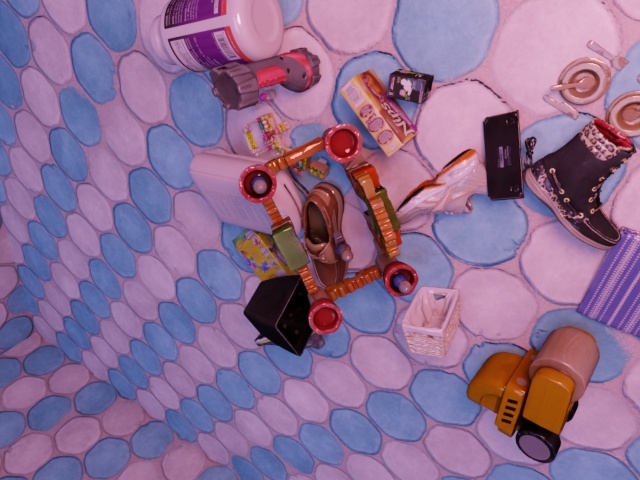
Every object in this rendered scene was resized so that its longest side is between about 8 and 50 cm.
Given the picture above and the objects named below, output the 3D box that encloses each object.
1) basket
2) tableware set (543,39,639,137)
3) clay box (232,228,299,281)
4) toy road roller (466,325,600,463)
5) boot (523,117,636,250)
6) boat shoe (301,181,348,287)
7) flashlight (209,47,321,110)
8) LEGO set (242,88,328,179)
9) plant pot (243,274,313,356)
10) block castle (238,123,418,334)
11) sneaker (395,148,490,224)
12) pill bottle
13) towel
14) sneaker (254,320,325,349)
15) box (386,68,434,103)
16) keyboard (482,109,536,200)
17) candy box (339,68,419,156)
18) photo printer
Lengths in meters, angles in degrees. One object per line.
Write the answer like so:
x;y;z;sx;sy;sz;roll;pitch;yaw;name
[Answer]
0.297;0.214;1.213;0.113;0.167;0.103;3;125;32;basket
0.533;-0.262;0.852;0.194;0.039;0.128;38;131;9;tableware set
-0.180;0.057;1.503;0.127;0.053;0.222;-31;97;42;clay box
0.507;0.349;1.136;0.240;0.202;0.330;24;130;33;toy road roller
0.540;-0.104;0.896;0.236;0.085;0.179;46;142;7;boot
0.000;0.000;1.306;0.122;0.120;0.324;9;121;29;boat shoe
-0.110;-0.362;1.039;0.103;0.304;0.103;15;126;24;flashlight
-0.111;-0.252;1.236;0.132;0.107;0.287;-33;96;41;LEGO set
-0.126;0.225;1.446;0.166;0.188;0.188;5;143;32;plant pot
0.030;-0.025;1.111;0.302;0.213;0.454;-26;109;0;block castle
0.287;-0.092;1.082;0.121;0.099;0.262;47;133;-5;sneaker
-0.262;-0.516;1.128;0.322;0.181;0.182;5;120;31;pill bottle
0.751;0.124;0.950;0.335;0.040;0.243;22;129;23;towel
-0.113;0.345;1.600;0.299;0.111;0.121;-16;111;41;sneaker
0.197;-0.339;1.011;0.083;0.062;0.052;20;128;21;box
0.398;-0.176;0.959;0.108;0.023;0.180;-1;96;49;keyboard
0.136;-0.292;1.049;0.187;0.109;0.053;52;131;-3;candy box
-0.193;-0.128;1.316;0.307;0.107;0.256;14;149;27;photo printer
